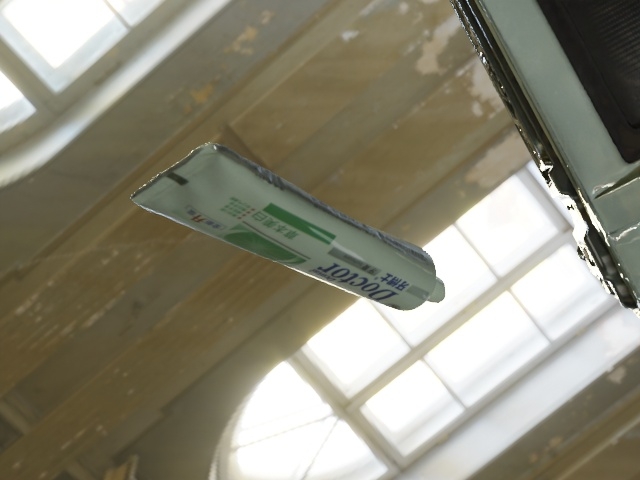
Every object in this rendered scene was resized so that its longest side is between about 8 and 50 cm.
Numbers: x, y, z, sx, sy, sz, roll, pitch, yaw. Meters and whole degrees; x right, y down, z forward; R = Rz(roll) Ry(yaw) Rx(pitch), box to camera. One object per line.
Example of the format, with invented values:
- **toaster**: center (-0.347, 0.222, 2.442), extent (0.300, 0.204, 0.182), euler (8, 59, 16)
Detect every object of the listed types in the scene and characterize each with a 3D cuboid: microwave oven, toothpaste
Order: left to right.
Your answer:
- **toothpaste**: center (0.000, 0.000, 0.518), extent (0.218, 0.064, 0.041), euler (24, -130, -42)
- **microwave oven**: center (0.135, -0.083, 0.406), extent (0.208, 0.122, 0.162), euler (63, -169, 4)
